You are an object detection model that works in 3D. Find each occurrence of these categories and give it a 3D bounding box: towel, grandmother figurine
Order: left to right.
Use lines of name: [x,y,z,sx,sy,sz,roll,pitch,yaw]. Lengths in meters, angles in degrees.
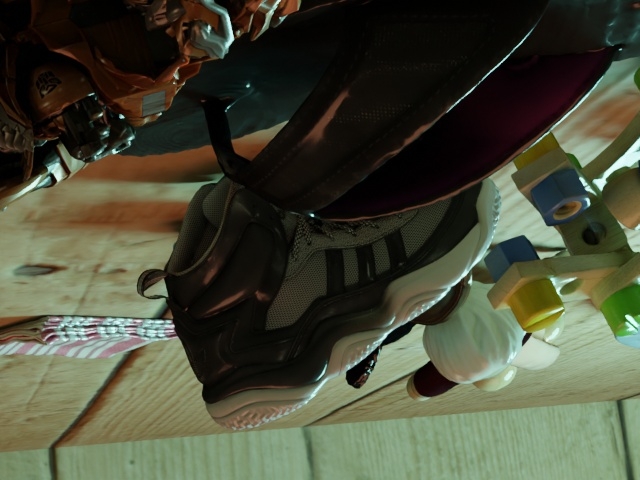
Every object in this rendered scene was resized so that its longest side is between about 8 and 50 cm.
towel: [-0.251,0.106,1.869,0.197,0.029,0.144,4,166,-44]
grandmother figurine: [0.167,0.087,1.698,0.208,0.104,0.342,-53,169,8]

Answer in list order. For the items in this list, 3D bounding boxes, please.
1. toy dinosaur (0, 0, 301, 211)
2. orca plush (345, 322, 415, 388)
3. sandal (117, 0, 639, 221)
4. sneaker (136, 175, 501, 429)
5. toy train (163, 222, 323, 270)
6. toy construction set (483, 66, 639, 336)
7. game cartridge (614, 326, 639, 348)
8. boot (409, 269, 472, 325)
toy dinosaur: [-0.145,-0.060,0.769,0.218,0.164,0.322,-18,158,-42]
orca plush: [0.009,0.097,1.767,0.287,0.102,0.151,-14,166,38]
sandal: [0.063,-0.079,0.851,0.446,0.107,0.167,-12,168,29]
sneaker: [0.000,0.000,1.256,0.268,0.153,0.101,-39,-163,-16]
toy train: [-0.036,0.023,1.425,0.184,0.080,0.105,5,159,-44]
toy construction set: [0.248,-0.022,1.141,0.215,0.151,0.328,-38,164,22]
game cartridge: [0.444,0.084,2.082,0.198,0.062,0.297,-5,170,20]
boot: [0.047,0.038,1.535,0.106,0.082,0.219,-5,171,-21]
